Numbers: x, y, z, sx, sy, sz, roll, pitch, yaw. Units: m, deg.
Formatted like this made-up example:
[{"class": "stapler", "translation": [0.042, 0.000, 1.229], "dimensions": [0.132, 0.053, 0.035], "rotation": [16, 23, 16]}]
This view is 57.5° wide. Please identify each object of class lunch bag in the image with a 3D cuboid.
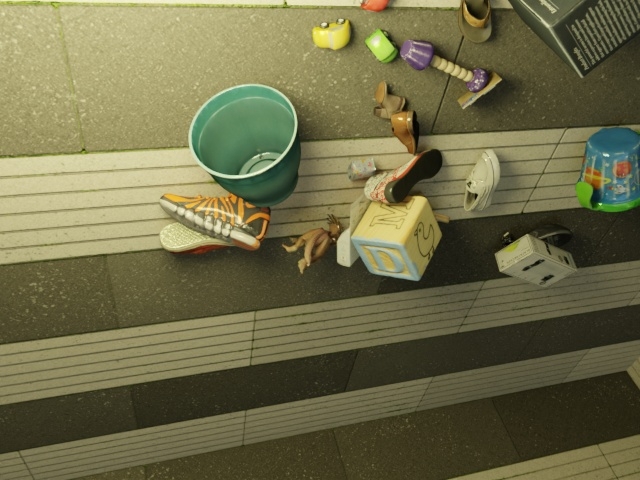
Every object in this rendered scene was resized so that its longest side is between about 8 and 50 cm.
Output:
[{"class": "lunch bag", "translation": [0.123, -0.217, 1.793], "dimensions": [0.071, 0.053, 0.083], "rotation": [-12, 165, -10]}]

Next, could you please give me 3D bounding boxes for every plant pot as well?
[{"class": "plant pot", "translation": [-0.171, -0.220, 1.528], "dimensions": [0.272, 0.271, 0.255], "rotation": [-20, 155, 0]}]

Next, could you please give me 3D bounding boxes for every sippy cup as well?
[{"class": "sippy cup", "translation": [0.997, -0.255, 1.987], "dimensions": [0.240, 0.305, 0.224], "rotation": [-1, 133, 23]}]

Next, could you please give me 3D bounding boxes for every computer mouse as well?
[{"class": "computer mouse", "translation": [0.852, -0.010, 2.316], "dimensions": [0.272, 0.072, 0.188], "rotation": [-16, 144, 14]}]

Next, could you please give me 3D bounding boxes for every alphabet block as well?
[{"class": "alphabet block", "translation": [0.243, -0.013, 1.852], "dimensions": [0.193, 0.197, 0.192], "rotation": [9, 146, 36]}]

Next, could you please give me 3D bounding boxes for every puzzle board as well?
[{"class": "puzzle board", "translation": [0.451, -0.425, 1.659], "dimensions": [0.128, 0.096, 0.011], "rotation": [-37, 110, 20]}]

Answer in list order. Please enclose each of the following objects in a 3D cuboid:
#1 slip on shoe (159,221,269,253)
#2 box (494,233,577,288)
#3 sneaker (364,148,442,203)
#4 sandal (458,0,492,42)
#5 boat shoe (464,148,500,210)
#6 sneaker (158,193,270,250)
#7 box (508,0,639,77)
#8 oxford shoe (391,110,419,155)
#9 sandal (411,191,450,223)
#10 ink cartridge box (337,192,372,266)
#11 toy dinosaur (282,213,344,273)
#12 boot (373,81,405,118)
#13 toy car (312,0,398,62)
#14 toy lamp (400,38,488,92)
[{"class": "slip on shoe", "translation": [-0.324, -0.021, 1.801], "dimensions": [0.331, 0.123, 0.101], "rotation": [-11, 163, -11]}, {"class": "box", "translation": [0.857, 0.087, 2.316], "dimensions": [0.290, 0.087, 0.169], "rotation": [18, 140, -31]}, {"class": "sneaker", "translation": [0.255, -0.208, 1.833], "dimensions": [0.270, 0.145, 0.090], "rotation": [-40, 118, -28]}, {"class": "sandal", "translation": [0.400, -0.590, 1.475], "dimensions": [0.090, 0.060, 0.219], "rotation": [-18, 140, -2]}, {"class": "boat shoe", "translation": [0.530, -0.194, 1.957], "dimensions": [0.088, 0.096, 0.267], "rotation": [-18, 149, -9]}, {"class": "sneaker", "translation": [-0.296, -0.105, 1.708], "dimensions": [0.321, 0.180, 0.124], "rotation": [22, 164, -2]}, {"class": "box", "translation": [0.659, -0.637, 1.345], "dimensions": [0.395, 0.293, 0.212], "rotation": [-39, 136, 22]}, {"class": "oxford shoe", "translation": [0.250, -0.318, 1.717], "dimensions": [0.076, 0.076, 0.212], "rotation": [4, 160, 18]}, {"class": "sandal", "translation": [0.340, -0.124, 1.981], "dimensions": [0.240, 0.088, 0.079], "rotation": [13, 96, -21]}, {"class": "ink cartridge box", "translation": [0.120, -0.059, 1.898], "dimensions": [0.189, 0.066, 0.232], "rotation": [-43, 138, -45]}, {"class": "toy dinosaur", "translation": [0.000, 0.000, 1.874], "dimensions": [0.200, 0.127, 0.296], "rotation": [-31, 180, 9]}, {"class": "boot", "translation": [0.197, -0.394, 1.637], "dimensions": [0.087, 0.042, 0.118], "rotation": [-10, 141, -21]}, {"class": "toy car", "translation": [0.127, -0.515, 1.455], "dimensions": [0.239, 0.053, 0.225], "rotation": [-37, 137, 20]}, {"class": "toy lamp", "translation": [0.331, -0.470, 1.571], "dimensions": [0.275, 0.080, 0.080], "rotation": [13, 130, -32]}]
